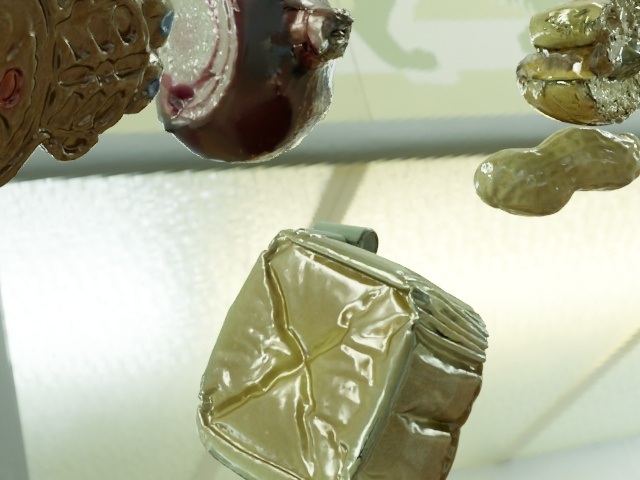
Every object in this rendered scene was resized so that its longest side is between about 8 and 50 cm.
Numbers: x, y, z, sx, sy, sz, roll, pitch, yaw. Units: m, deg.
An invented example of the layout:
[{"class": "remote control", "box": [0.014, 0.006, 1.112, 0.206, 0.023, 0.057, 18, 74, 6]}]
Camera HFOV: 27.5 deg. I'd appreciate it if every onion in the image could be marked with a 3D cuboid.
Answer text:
[{"class": "onion", "box": [-0.034, -0.147, 0.999, 0.198, 0.173, 0.135, 2, 11, 39]}]

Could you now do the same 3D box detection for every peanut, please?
[{"class": "peanut", "box": [0.252, -0.073, 1.376, 0.187, 0.082, 0.082, -19, -23, -10]}]

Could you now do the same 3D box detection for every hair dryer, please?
[{"class": "hair dryer", "box": [0.000, 0.000, 1.265, 0.063, 0.037, 0.124, 9, 1, 33]}]

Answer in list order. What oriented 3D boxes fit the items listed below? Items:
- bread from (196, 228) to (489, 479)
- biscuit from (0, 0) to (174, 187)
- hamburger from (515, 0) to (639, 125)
[{"class": "bread", "box": [0.015, 0.104, 0.955, 0.110, 0.192, 0.210, 27, -6, -38]}, {"class": "biscuit", "box": [-0.136, -0.077, 0.599, 0.175, 0.026, 0.124, -21, -43, -43]}, {"class": "hamburger", "box": [0.272, -0.183, 1.296, 0.131, 0.124, 0.262, -6, 13, 33]}]
